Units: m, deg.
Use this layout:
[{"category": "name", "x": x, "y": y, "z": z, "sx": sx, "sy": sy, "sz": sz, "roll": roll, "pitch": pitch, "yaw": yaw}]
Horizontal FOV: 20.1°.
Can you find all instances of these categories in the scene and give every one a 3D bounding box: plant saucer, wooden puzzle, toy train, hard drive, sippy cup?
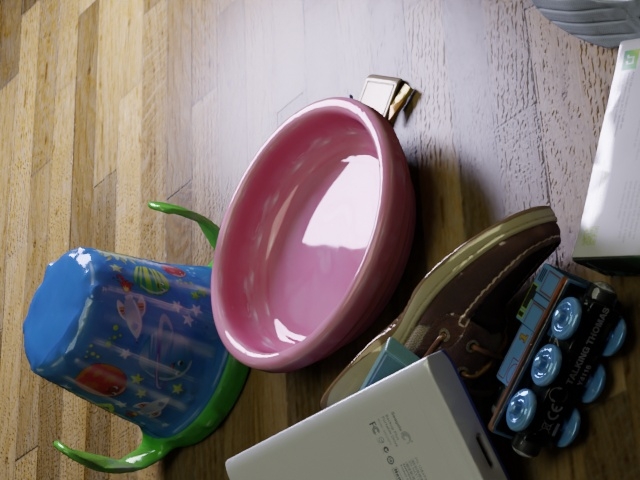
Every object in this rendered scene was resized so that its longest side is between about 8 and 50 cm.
[{"category": "plant saucer", "x": 0.000, "y": 0.000, "z": 2.095, "sx": 0.332, "sy": 0.084, "sz": 0.332, "roll": -33, "pitch": 46, "yaw": 42}, {"category": "wooden puzzle", "x": 0.067, "y": -0.163, "z": 2.159, "sx": 0.116, "sy": 0.014, "sz": 0.078, "roll": 29, "pitch": 91, "yaw": 56}, {"category": "toy train", "x": 0.222, "y": 0.116, "z": 1.726, "sx": 0.184, "sy": 0.080, "sz": 0.105, "roll": -65, "pitch": 24, "yaw": 8}, {"category": "hard drive", "x": 0.054, "y": 0.263, "z": 1.816, "sx": 0.319, "sy": 0.040, "sz": 0.210, "roll": -32, "pitch": 81, "yaw": 42}, {"category": "plant saucer", "x": 0.058, "y": 0.183, "z": 1.835, "sx": 0.067, "sy": 0.018, "sz": 0.192, "roll": 37, "pitch": 129, "yaw": 13}, {"category": "sippy cup", "x": -0.236, "y": 0.116, "z": 2.232, "sx": 0.240, "sy": 0.224, "sz": 0.305, "roll": -31, "pitch": 47, "yaw": 41}]

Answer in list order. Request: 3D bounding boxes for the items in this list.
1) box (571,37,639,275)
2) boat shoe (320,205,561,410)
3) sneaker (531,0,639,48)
[{"category": "box", "x": 0.380, "y": -0.085, "z": 1.637, "sx": 0.322, "sy": 0.058, "sz": 0.232, "roll": -3, "pitch": 69, "yaw": 55}, {"category": "boat shoe", "x": 0.141, "y": 0.106, "z": 1.829, "sx": 0.342, "sy": 0.123, "sz": 0.123, "roll": -47, "pitch": 70, "yaw": 27}, {"category": "sneaker", "x": 0.318, "y": -0.252, "z": 1.808, "sx": 0.091, "sy": 0.094, "sz": 0.258, "roll": -53, "pitch": 32, "yaw": -17}]
